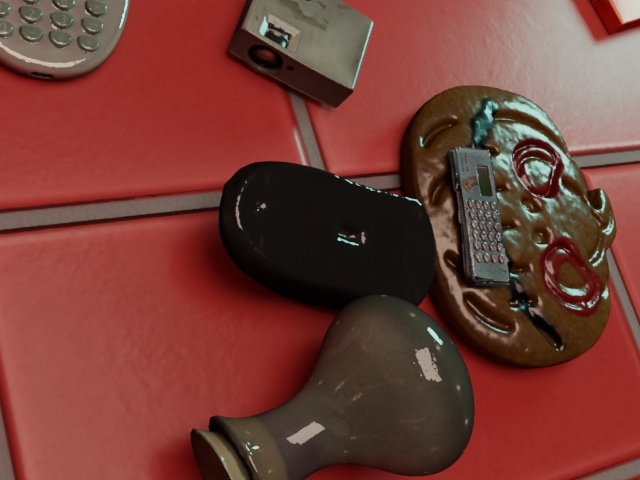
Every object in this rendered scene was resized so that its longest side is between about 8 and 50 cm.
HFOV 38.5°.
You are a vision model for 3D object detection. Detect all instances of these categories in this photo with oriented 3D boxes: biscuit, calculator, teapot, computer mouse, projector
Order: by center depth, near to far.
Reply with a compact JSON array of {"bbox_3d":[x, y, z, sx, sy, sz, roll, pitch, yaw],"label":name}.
[{"bbox_3d":[0.013,0.168,0.858,0.251,0.183,0.183,-25,82,-24],"label":"teapot"},{"bbox_3d":[0.000,0.000,0.964,0.270,0.086,0.137,15,71,-32],"label":"computer mouse"},{"bbox_3d":[-0.290,-0.304,0.965,0.184,0.042,0.295,6,69,-27],"label":"calculator"},{"bbox_3d":[0.181,-0.030,1.052,0.057,0.018,0.172,5,66,-22],"label":"calculator"},{"bbox_3d":[-0.022,-0.236,1.069,0.147,0.061,0.115,26,58,-17],"label":"projector"},{"bbox_3d":[0.249,-0.026,1.130,0.314,0.063,0.367,-2,69,-28],"label":"biscuit"}]

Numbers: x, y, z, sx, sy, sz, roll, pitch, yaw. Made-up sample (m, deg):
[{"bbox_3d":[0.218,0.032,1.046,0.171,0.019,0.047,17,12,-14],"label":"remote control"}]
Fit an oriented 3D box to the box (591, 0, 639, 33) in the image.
[{"bbox_3d":[0.510,-0.412,1.457,0.245,0.035,0.139,-20,80,-34],"label":"box"}]
